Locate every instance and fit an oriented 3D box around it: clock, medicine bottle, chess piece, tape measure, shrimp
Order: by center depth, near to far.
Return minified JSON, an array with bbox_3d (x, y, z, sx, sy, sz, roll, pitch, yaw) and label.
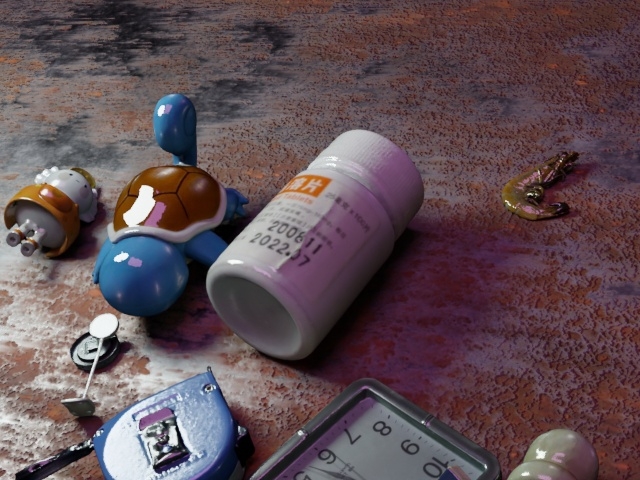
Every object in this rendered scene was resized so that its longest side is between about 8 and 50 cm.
[{"bbox_3d":[0.270,0.334,1.268,0.133,0.133,0.243,13,41,28],"label":"chess piece"},{"bbox_3d":[0.064,0.334,1.378,0.273,0.049,0.279,-38,46,-25],"label":"clock"},{"bbox_3d":[-0.274,0.327,1.451,0.351,0.098,0.215,-26,41,-10],"label":"tape measure"},{"bbox_3d":[0.000,0.000,1.656,0.211,0.211,0.371,16,49,31],"label":"medicine bottle"},{"bbox_3d":[-0.377,0.182,1.703,0.085,0.017,0.085,-8,41,7],"label":"clock"},{"bbox_3d":[0.408,-0.095,1.786,0.178,0.034,0.124,-28,45,-13],"label":"shrimp"}]

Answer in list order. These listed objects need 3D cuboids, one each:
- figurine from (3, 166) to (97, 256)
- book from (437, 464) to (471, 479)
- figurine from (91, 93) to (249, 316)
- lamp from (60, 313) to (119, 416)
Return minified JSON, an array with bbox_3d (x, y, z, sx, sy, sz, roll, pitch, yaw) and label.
[{"bbox_3d":[-0.509,-0.059,1.947,0.143,0.143,0.271,-6,21,10],"label":"figurine"},{"bbox_3d":[0.183,0.415,1.141,0.269,0.025,0.191,45,111,33],"label":"book"},{"bbox_3d":[-0.260,-0.039,1.805,0.298,0.243,0.416,5,64,8],"label":"figurine"},{"bbox_3d":[-0.370,0.191,1.643,0.050,0.056,0.198,-5,48,12],"label":"lamp"}]
